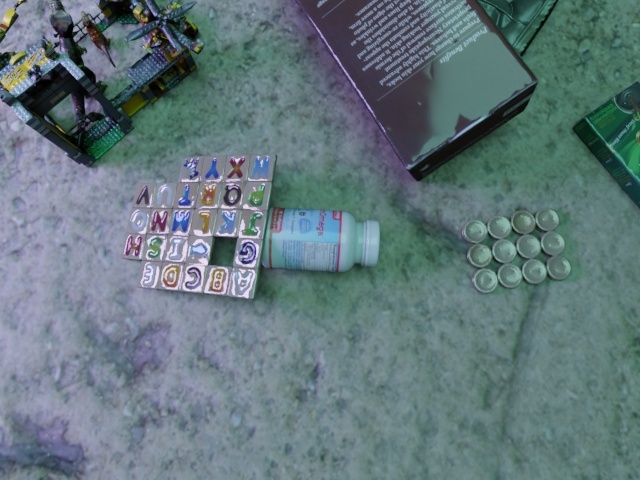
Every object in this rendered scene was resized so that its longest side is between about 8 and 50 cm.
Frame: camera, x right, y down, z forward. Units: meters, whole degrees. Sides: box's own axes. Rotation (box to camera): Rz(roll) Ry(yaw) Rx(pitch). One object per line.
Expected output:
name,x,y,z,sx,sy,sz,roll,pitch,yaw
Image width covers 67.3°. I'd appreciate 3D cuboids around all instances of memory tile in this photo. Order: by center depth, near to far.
memory tile,0.289,0.013,0.710,0.147,0.012,0.113,-9,79,-1

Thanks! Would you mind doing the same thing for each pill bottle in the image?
pill bottle,0.000,0.000,0.677,0.160,0.087,0.087,3,79,0

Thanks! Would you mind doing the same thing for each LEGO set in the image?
LEGO set,-0.344,-0.280,0.680,0.331,0.192,0.255,-35,81,-6

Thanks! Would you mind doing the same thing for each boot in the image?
boot,0.261,-0.392,0.767,0.208,0.076,0.190,34,79,13

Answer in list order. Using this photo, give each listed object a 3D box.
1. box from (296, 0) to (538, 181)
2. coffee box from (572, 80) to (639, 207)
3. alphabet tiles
box,0.109,-0.297,0.686,0.191,0.143,0.382,-33,79,13
coffee box,0.488,-0.136,0.723,0.113,0.040,0.184,-33,80,-6
alphabet tiles,-0.179,-0.026,0.678,0.237,0.009,0.198,2,78,23
